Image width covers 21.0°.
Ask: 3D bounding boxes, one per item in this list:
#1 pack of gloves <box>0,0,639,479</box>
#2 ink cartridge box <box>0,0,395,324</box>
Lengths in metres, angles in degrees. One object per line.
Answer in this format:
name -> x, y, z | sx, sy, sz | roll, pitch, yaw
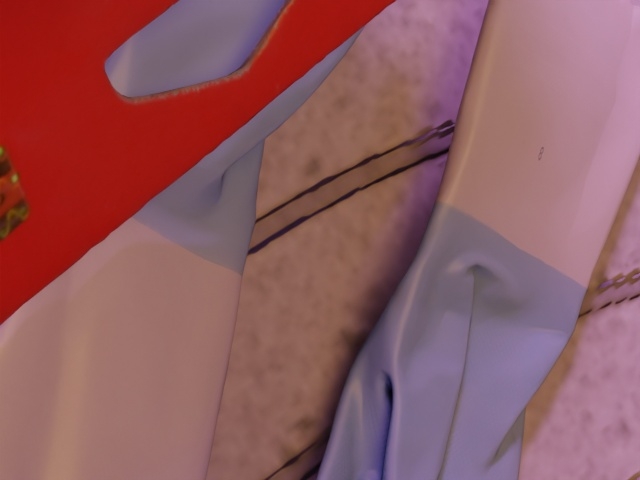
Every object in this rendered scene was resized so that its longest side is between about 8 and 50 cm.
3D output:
pack of gloves -> 0.000, 0.000, 0.512 | 0.195, 0.046, 0.232 | 29, 75, -35
ink cartridge box -> -0.023, -0.112, 0.372 | 0.275, 0.060, 0.239 | -42, 137, -28
